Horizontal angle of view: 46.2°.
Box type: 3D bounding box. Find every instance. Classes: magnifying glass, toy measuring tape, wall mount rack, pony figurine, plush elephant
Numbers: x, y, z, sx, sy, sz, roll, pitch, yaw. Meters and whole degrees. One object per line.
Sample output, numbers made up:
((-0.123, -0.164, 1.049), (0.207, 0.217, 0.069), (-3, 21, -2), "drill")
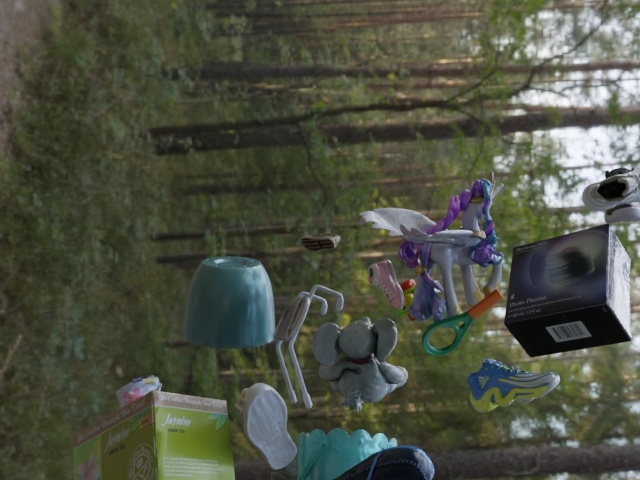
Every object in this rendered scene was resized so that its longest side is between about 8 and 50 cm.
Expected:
((0.345, 0.198, 1.819), (0.092, 0.231, 0.026), (43, 15, -24), "magnifying glass")
((0.281, 0.170, 2.212), (0.330, 0.122, 0.121), (-6, 92, -71), "toy measuring tape")
((-0.050, 0.277, 2.006), (0.350, 0.131, 0.304), (144, -31, -75), "wall mount rack")
((0.304, 0.021, 1.856), (0.303, 0.351, 0.363), (-150, -125, -61), "pony figurine")
((0.120, 0.343, 2.260), (0.330, 0.272, 0.255), (-30, 122, -77), "plush elephant")

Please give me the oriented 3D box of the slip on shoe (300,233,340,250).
((0.000, 0.000, 2.242), (0.041, 0.135, 0.051), (-43, 117, -40), "slip on shoe")

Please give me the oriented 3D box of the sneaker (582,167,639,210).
((0.766, -0.131, 1.834), (0.115, 0.232, 0.090), (17, 53, -78), "sneaker")

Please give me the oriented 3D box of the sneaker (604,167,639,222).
((0.841, -0.128, 2.094), (0.269, 0.101, 0.152), (-10, 96, -72), "sneaker")

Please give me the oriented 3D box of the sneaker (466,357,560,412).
((0.474, 0.351, 1.899), (0.091, 0.240, 0.126), (-17, 82, -63), "sneaker")

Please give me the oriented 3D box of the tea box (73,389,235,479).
((-0.377, 0.550, 1.688), (0.329, 0.220, 0.323), (-33, -126, 32), "tea box")

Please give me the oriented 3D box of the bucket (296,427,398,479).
((0.063, 0.600, 1.911), (0.281, 0.282, 0.183), (95, -1, -62), "bucket")

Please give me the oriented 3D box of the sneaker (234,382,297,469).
((-0.151, 0.388, 1.714), (0.169, 0.108, 0.292), (44, -25, 40), "sneaker")

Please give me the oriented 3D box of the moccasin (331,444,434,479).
((0.069, 0.506, 1.418), (0.137, 0.342, 0.117), (53, 29, 7), "moccasin")

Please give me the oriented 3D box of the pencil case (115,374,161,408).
((-0.477, 0.517, 2.096), (0.113, 0.124, 0.273), (-32, -106, 57), "pencil case")

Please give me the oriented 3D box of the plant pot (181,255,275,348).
((-0.278, 0.178, 2.325), (0.293, 0.293, 0.235), (-118, -149, -79), "plant pot")

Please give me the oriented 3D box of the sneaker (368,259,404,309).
((0.159, 0.115, 1.884), (0.051, 0.070, 0.134), (-50, -126, 58), "sneaker")

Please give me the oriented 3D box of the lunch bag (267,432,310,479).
((0.023, 0.722, 2.244), (0.256, 0.305, 0.212), (-43, 145, -51), "lunch bag")

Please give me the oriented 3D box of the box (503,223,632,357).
((0.696, 0.141, 2.111), (0.182, 0.296, 0.294), (48, 42, -30), "box")
